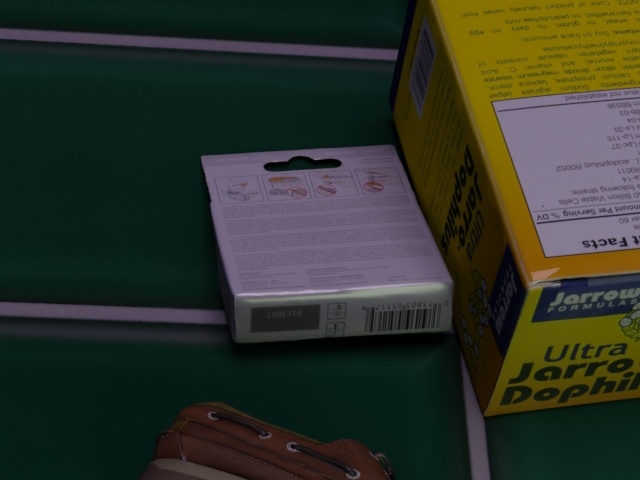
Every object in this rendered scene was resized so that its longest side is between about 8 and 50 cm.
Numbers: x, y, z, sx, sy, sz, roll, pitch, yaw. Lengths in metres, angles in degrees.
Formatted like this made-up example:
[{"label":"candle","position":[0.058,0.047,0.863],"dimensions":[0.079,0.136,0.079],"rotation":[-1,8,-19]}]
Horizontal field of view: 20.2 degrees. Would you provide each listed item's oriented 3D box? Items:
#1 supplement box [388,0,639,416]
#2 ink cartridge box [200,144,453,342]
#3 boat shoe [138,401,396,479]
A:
[{"label":"supplement box","position":[0.199,-0.058,1.518],"dimensions":[0.194,0.195,0.357],"rotation":[-6,54,-12]},{"label":"ink cartridge box","position":[0.000,0.000,1.565],"dimensions":[0.189,0.066,0.232],"rotation":[-3,29,-10]},{"label":"boat shoe","position":[0.018,0.197,1.343],"dimensions":[0.307,0.111,0.104],"rotation":[19,51,9]}]
